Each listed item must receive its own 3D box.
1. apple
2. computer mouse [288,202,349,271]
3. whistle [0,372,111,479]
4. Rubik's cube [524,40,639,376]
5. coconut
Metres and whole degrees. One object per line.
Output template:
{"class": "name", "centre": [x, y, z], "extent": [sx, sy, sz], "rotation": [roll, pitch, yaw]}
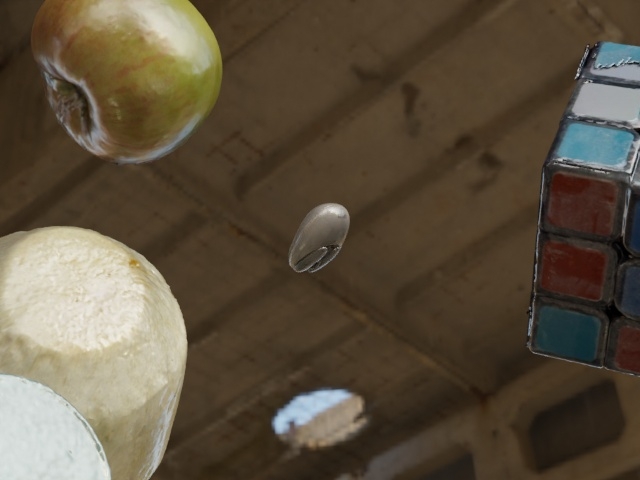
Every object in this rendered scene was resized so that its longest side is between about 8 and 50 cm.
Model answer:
{"class": "apple", "centre": [-0.236, -0.214, 1.467], "extent": [0.194, 0.261, 0.261], "rotation": [-36, -30, -28]}
{"class": "computer mouse", "centre": [0.002, 0.001, 1.420], "extent": [0.066, 0.039, 0.096], "rotation": [4, -62, -52]}
{"class": "whistle", "centre": [-0.243, 0.276, 1.031], "extent": [0.404, 0.188, 0.168], "rotation": [42, -50, -10]}
{"class": "Rubik's cube", "centre": [0.502, -0.035, 1.687], "extent": [0.358, 0.363, 0.362], "rotation": [12, -49, 16]}
{"class": "coconut", "centre": [-0.286, 0.154, 1.304], "extent": [0.328, 0.329, 0.329], "rotation": [-3, -39, -2]}
